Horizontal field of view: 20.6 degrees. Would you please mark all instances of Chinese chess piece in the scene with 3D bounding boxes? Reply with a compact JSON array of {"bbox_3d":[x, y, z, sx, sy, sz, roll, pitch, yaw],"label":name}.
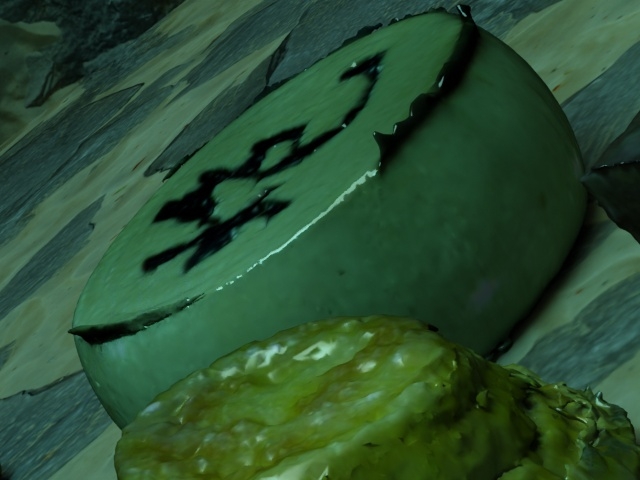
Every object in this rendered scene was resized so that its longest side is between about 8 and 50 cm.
[{"bbox_3d":[0.000,0.000,1.129,0.349,0.146,0.349,-35,17,12],"label":"Chinese chess piece"}]

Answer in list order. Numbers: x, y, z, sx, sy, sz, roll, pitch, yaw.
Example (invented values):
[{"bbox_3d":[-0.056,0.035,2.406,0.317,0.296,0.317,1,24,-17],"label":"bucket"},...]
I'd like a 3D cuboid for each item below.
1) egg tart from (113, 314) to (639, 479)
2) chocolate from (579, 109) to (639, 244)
[{"bbox_3d":[-0.002,0.120,0.797,0.294,0.123,0.294,-22,17,7],"label":"egg tart"},{"bbox_3d":[0.266,-0.038,0.759,0.112,0.112,0.321,-46,18,-29],"label":"chocolate"}]
